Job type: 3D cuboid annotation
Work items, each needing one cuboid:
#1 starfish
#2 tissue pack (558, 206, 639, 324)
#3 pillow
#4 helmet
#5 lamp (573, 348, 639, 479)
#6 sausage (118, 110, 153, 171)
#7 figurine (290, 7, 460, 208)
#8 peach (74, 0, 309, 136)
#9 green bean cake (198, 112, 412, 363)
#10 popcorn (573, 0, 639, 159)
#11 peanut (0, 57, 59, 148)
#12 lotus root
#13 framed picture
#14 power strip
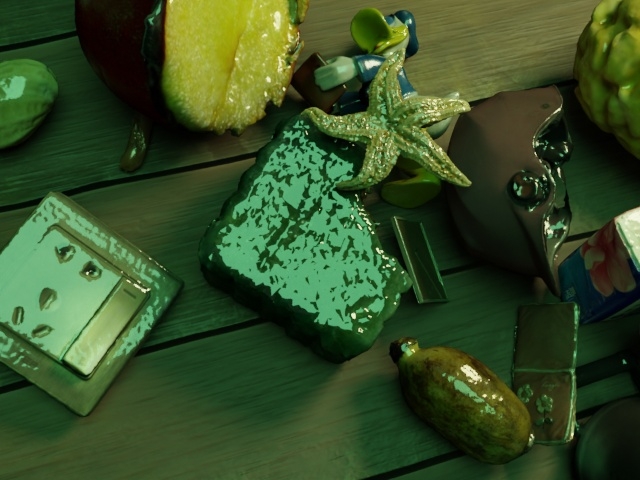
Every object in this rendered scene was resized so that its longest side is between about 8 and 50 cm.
[{"bbox_3d":[0.109,-0.170,1.211,0.277,0.062,0.236,23,81,9],"label":"starfish"},{"bbox_3d":[0.518,0.029,1.292,0.209,0.270,0.137,-10,71,-8],"label":"tissue pack"},{"bbox_3d":[0.356,0.209,1.297,0.043,0.126,0.233,22,67,-34],"label":"pillow"},{"bbox_3d":[0.299,-0.084,1.315,0.197,0.271,0.339,3,82,21],"label":"helmet"},{"bbox_3d":[0.519,0.340,1.199,0.205,0.272,0.374,-15,76,-14],"label":"lamp"},{"bbox_3d":[-0.301,-0.187,1.363,0.036,0.042,0.158,28,66,-46],"label":"sausage"},{"bbox_3d":[0.094,-0.262,1.400,0.283,0.205,0.338,12,60,3],"label":"figurine"},{"bbox_3d":[-0.198,-0.365,1.274,0.353,0.339,0.417,-26,55,25],"label":"peach"},{"bbox_3d":[0.000,0.000,1.283,0.307,0.169,0.300,33,74,2],"label":"green bean cake"},{"bbox_3d":[0.637,-0.281,1.360,0.390,0.344,0.354,-12,70,-17],"label":"popcorn"},{"bbox_3d":[-0.552,-0.195,1.287,0.290,0.130,0.130,-22,78,-11],"label":"peanut"},{"bbox_3d":[0.210,0.237,1.252,0.260,0.145,0.128,37,69,4],"label":"lotus root"},{"bbox_3d":[0.164,0.032,1.336,0.011,0.109,0.149,-24,74,29],"label":"framed picture"},{"bbox_3d":[-0.380,0.096,1.239,0.251,0.092,0.257,37,71,-5],"label":"power strip"}]
